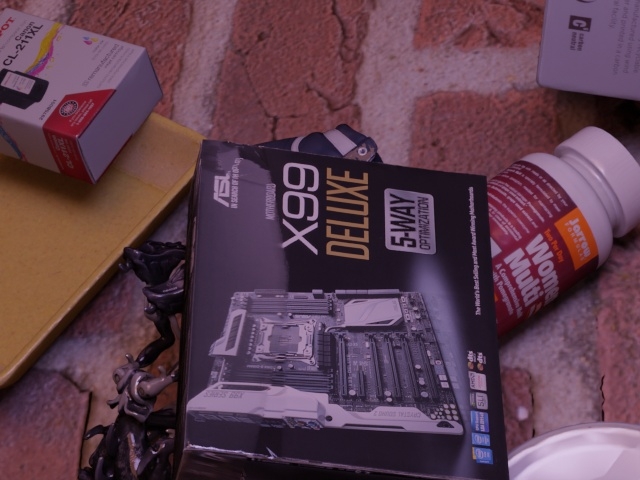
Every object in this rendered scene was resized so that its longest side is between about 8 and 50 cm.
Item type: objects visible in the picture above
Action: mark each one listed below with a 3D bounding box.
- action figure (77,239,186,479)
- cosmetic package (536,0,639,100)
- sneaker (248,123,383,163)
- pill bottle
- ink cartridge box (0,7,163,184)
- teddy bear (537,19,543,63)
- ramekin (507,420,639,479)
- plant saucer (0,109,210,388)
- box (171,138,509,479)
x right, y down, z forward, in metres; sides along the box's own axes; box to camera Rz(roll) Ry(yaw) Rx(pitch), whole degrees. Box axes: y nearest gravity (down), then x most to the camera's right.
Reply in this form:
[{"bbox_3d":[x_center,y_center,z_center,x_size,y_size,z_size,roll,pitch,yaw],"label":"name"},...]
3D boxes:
[{"bbox_3d":[-0.123,0.147,1.582,0.141,0.275,0.164,2,12,-32],"label":"action figure"},{"bbox_3d":[0.432,-0.233,1.639,0.453,0.161,0.230,9,49,8],"label":"cosmetic package"},{"bbox_3d":[0.000,0.000,1.711,0.153,0.099,0.282,-15,47,4],"label":"sneaker"},{"bbox_3d":[0.181,-0.002,1.653,0.221,0.121,0.121,-34,52,-14],"label":"pill bottle"},{"bbox_3d":[-0.264,-0.142,1.805,0.175,0.072,0.127,18,58,25],"label":"ink cartridge box"},{"bbox_3d":[0.378,-0.207,1.779,0.338,0.113,0.245,23,58,28],"label":"teddy bear"},{"bbox_3d":[0.220,0.261,1.426,0.273,0.127,0.272,-7,50,8],"label":"ramekin"},{"bbox_3d":[-0.315,-0.018,1.816,0.333,0.081,0.333,26,62,29],"label":"plant saucer"},{"bbox_3d":[0.013,0.069,1.451,0.243,0.076,0.307,8,49,-8],"label":"box"}]
